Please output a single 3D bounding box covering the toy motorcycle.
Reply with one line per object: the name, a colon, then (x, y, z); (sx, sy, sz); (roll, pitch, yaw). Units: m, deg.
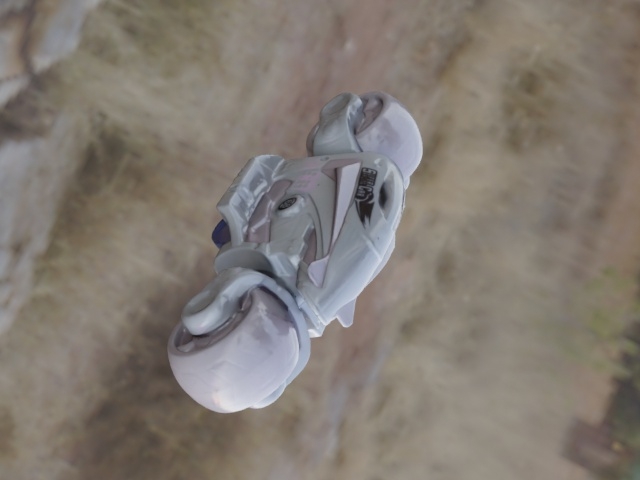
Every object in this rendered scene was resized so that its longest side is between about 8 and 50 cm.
toy motorcycle: (0.000, 0.000, 1.013); (0.254, 0.112, 0.112); (-57, 170, -39)
